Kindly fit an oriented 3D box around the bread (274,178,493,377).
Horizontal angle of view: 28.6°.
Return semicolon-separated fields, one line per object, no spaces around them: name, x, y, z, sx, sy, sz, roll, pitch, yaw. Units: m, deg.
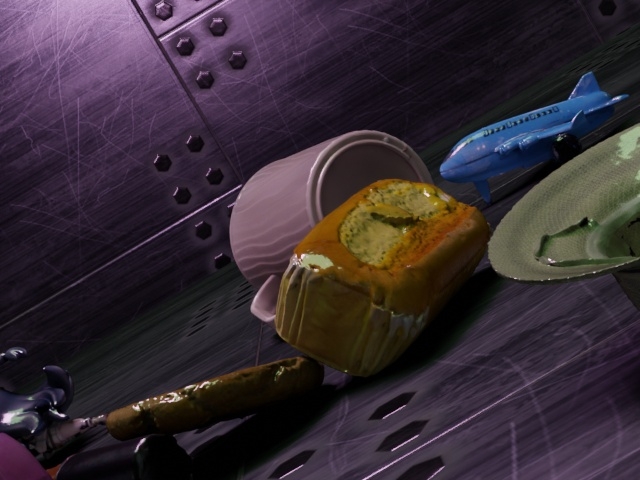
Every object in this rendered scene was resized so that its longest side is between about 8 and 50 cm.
bread;0.069;0.029;1.285;0.288;0.152;0.119;-38;-29;-57

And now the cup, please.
cup;-0.009;-0.017;1.752;0.288;0.208;0.273;-32;7;-26

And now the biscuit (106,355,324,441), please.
biscuit;-0.100;0.159;1.241;0.226;0.042;0.226;-15;-8;-2

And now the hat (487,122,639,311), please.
hat;0.244;-0.002;0.817;0.252;0.110;0.252;-28;15;8

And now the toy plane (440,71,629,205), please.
toy plane;0.299;-0.143;1.771;0.271;0.105;0.254;-31;5;4

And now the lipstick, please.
lipstick;-0.259;0.262;1.283;0.077;0.077;0.418;-35;6;-40

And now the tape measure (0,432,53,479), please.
tape measure;-0.342;0.292;1.126;0.245;0.149;0.231;-39;-4;-1

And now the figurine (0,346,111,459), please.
figurine;-0.450;0.269;1.815;0.265;0.197;0.175;-35;-29;-13
